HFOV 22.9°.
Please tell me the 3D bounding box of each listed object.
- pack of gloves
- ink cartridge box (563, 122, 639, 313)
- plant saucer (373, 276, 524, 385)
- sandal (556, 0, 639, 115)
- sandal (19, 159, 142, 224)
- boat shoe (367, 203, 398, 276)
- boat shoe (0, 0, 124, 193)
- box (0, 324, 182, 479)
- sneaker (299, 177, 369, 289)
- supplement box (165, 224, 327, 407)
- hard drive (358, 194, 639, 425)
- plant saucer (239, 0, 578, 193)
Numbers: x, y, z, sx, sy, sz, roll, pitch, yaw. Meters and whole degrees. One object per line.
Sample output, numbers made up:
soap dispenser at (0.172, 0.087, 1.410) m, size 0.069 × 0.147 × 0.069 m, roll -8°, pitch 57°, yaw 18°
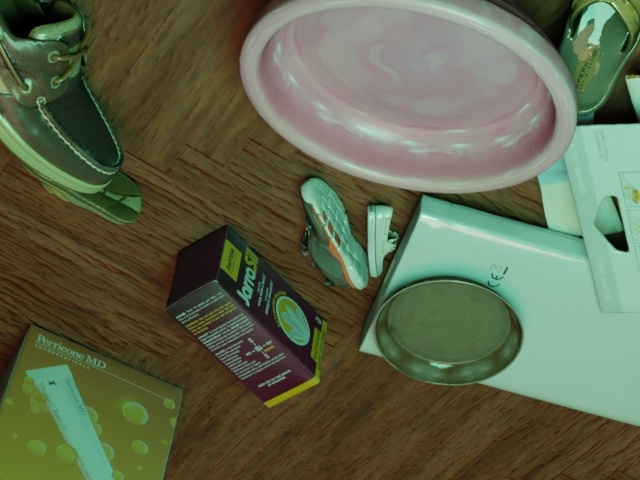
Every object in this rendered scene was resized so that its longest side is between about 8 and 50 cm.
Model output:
pack of gloves at (0.320, -0.100, 1.660) m, size 0.195 × 0.046 × 0.232 m, roll -8°, pitch 139°, yaw 14°
ink cartridge box at (0.389, -0.034, 1.623) m, size 0.239 × 0.060 × 0.275 m, roll 1°, pitch 133°, yaw 25°
plant saucer at (0.144, 0.097, 1.773) m, size 0.168 × 0.029 × 0.168 m, roll 3°, pitch 133°, yaw 3°
sandal at (0.269, -0.218, 1.516) m, size 0.090 × 0.060 × 0.219 m, roll 24°, pitch 115°, yaw 10°
sandal at (-0.277, -0.074, 1.740) m, size 0.180 × 0.072 × 0.049 m, roll 38°, pitch 146°, yaw -27°
boat shoe at (0.070, 0.001, 1.771) m, size 0.035 × 0.035 × 0.100 m, roll -1°, pitch 127°, yaw 2°
boat shoe at (-0.293, -0.195, 1.603) m, size 0.123 × 0.123 × 0.342 m, roll -23°, pitch 117°, yaw 25°
box at (-0.317, 0.304, 1.868) m, size 0.215 × 0.345 × 0.168 m, roll 25°, pitch 128°, yaw -13°
sneaker at (0.000, 0.000, 1.764) m, size 0.065 × 0.061 × 0.158 m, roll -10°, pitch 127°, yaw 23°
supplement box at (-0.083, 0.088, 1.816) m, size 0.081 × 0.104 × 0.188 m, roll -29°, pitch 121°, yaw 27°
hard drive at (0.246, 0.085, 1.801) m, size 0.353 × 0.047 × 0.233 m, roll 16°, pitch 132°, yaw -7°
plant saucer at (0.090, -0.165, 1.542) m, size 0.332 × 0.084 × 0.332 m, roll 11°, pitch 153°, yaw 6°
